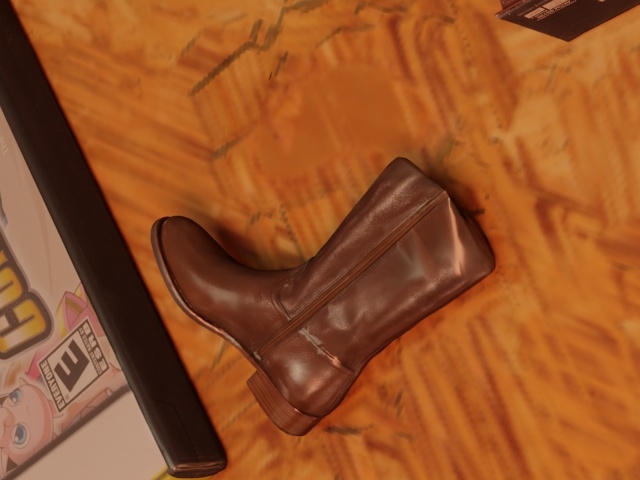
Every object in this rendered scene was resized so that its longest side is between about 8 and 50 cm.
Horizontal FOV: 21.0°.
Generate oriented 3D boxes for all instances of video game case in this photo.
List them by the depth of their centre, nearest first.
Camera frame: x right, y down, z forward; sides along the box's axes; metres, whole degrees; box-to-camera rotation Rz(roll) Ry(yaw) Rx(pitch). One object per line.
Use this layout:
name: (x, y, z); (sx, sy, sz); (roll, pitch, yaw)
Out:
video game case: (-0.185, 0.048, 0.776); (0.248, 0.035, 0.274); (-41, 64, 29)

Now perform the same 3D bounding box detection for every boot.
boot: (0.000, 0.000, 0.635); (0.106, 0.037, 0.114); (51, 120, 13)

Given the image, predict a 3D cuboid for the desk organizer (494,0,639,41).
desk organizer: (0.114, -0.117, 0.550); (0.130, 0.047, 0.050); (-26, 70, 33)
